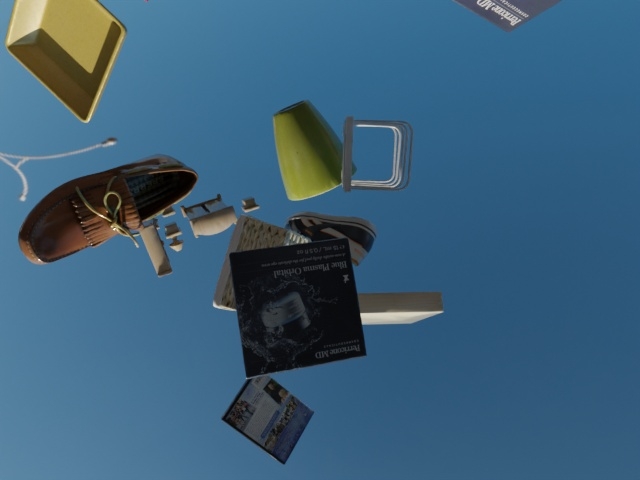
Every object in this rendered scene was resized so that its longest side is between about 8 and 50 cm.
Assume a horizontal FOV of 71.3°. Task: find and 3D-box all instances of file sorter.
[{"bbox_3d":[0.150,-0.244,1.273,0.173,0.277,0.192,2,-78,0],"label":"file sorter"}]

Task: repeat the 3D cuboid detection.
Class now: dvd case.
[{"bbox_3d":[-0.153,0.529,1.349,0.022,0.253,0.180,-17,-147,56],"label":"dvd case"}]

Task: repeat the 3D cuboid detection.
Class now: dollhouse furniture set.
[{"bbox_3d":[-0.396,-0.039,1.483,0.356,0.173,0.303,-20,-155,-17],"label":"dollhouse furniture set"}]

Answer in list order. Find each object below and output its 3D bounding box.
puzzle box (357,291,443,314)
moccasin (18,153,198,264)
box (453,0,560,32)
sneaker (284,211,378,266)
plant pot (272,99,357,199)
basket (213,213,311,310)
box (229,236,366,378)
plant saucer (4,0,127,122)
[{"bbox_3d":[0.072,0.179,1.146,0.410,0.272,0.052,0,-105,-6],"label":"puzzle box"},{"bbox_3d":[-0.411,-0.067,0.912,0.147,0.139,0.380,14,-149,29],"label":"moccasin"},{"bbox_3d":[0.185,-0.279,0.334,0.207,0.153,0.108,-21,-106,50],"label":"box"},{"bbox_3d":[0.000,0.000,1.244,0.321,0.126,0.127,5,-119,45],"label":"sneaker"},{"bbox_3d":[-0.051,-0.335,1.590,0.275,0.293,0.274,-21,-159,9],"label":"plant pot"},{"bbox_3d":[-0.096,0.052,0.775,0.103,0.113,0.167,15,-95,25],"label":"basket"},{"bbox_3d":[-0.034,0.085,0.596,0.156,0.093,0.158,-8,-95,-11],"label":"box"},{"bbox_3d":[-0.689,-0.560,1.237,0.333,0.081,0.332,44,-58,-1],"label":"plant saucer"}]
